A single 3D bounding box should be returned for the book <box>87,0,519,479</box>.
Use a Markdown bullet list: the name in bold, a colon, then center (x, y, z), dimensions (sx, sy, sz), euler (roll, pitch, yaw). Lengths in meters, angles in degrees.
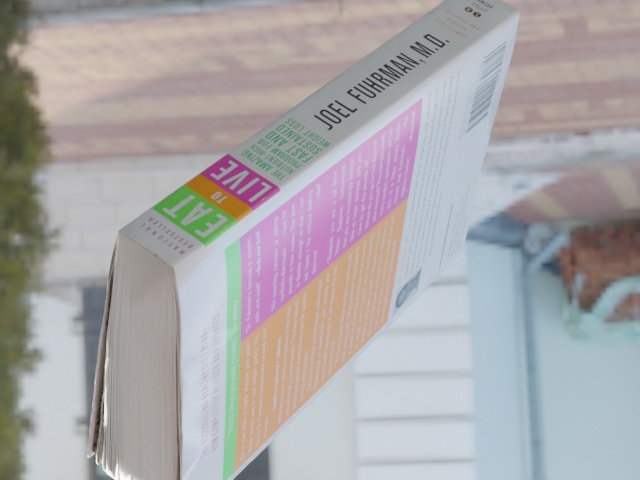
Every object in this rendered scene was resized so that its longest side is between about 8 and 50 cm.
- **book**: center (0.000, 0.000, 0.438), dimensions (0.035, 0.096, 0.144), euler (33, -132, 22)
